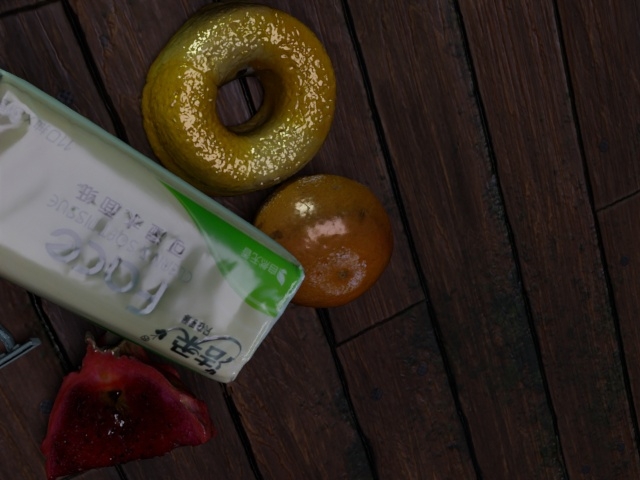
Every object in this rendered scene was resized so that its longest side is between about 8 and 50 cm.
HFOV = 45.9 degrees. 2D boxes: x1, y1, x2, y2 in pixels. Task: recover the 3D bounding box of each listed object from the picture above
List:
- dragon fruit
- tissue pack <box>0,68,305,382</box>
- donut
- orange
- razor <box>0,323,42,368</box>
[{"bbox_3d":[-0.277,0.223,1.109,0.262,0.134,0.211,-13,94,15],"label":"dragon fruit"},{"bbox_3d":[-0.274,-0.016,0.947,0.405,0.332,0.205,34,85,-26],"label":"tissue pack"},{"bbox_3d":[-0.107,-0.202,1.105,0.303,0.110,0.302,-5,102,-23],"label":"donut"},{"bbox_3d":[0.000,0.000,1.163,0.224,0.170,0.224,-11,131,-13],"label":"orange"},{"bbox_3d":[-0.486,0.085,1.045,0.084,0.036,0.211,-31,109,6],"label":"razor"}]
